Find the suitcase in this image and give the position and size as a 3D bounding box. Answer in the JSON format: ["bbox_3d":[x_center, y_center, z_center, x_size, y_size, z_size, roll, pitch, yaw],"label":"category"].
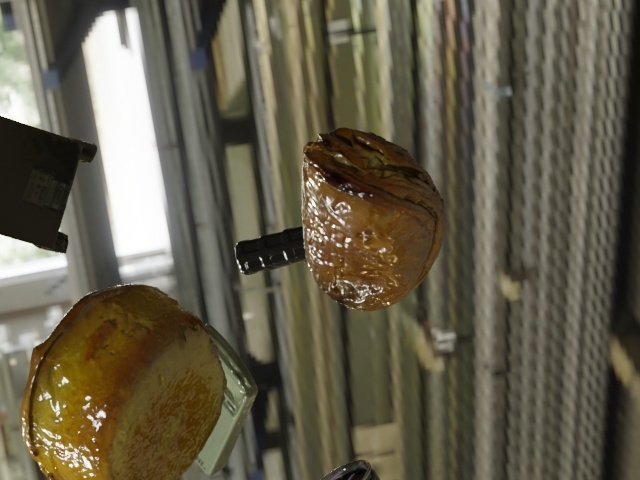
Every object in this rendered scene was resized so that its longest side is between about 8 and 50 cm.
[{"bbox_3d":[0.000,-0.001,2.571,0.206,0.285,0.066,-15,89,35],"label":"suitcase"}]

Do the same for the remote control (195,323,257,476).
[{"bbox_3d":[-0.150,0.222,1.929,0.123,0.038,0.285,49,148,18],"label":"remote control"}]

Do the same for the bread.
[{"bbox_3d":[-0.216,0.171,1.547,0.146,0.268,0.268,23,136,26],"label":"bread"}]

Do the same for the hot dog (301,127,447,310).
[{"bbox_3d":[0.055,-0.025,1.735,0.196,0.122,0.272,26,150,20],"label":"hot dog"}]

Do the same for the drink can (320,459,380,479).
[{"bbox_3d":[0.081,0.396,1.753,0.235,0.097,0.097,58,173,-11],"label":"drink can"}]

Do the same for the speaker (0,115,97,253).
[{"bbox_3d":[-0.503,-0.101,2.090,0.232,0.254,0.184,16,88,59],"label":"speaker"}]
